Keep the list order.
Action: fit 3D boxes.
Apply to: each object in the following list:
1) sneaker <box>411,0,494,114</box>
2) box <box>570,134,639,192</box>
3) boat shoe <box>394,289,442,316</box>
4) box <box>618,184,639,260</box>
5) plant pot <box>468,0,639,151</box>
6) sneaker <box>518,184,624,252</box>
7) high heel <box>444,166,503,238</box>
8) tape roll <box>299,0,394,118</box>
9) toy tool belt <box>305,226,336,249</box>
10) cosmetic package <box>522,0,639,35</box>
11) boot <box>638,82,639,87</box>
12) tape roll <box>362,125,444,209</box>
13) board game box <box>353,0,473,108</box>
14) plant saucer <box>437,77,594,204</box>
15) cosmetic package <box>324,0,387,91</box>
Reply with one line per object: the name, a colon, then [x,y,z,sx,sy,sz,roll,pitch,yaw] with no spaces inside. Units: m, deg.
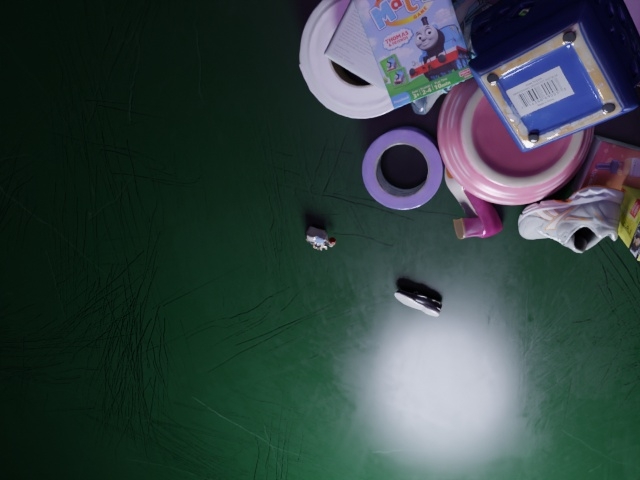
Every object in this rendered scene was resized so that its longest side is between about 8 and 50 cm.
sneaker: [0.285,-0.381,1.119,0.122,0.110,0.283,29,87,21]
box: [0.654,-0.138,1.165,0.170,0.091,0.130,18,112,9]
boat shoe: [0.255,0.155,1.408,0.125,0.038,0.046,23,155,13]
box: [0.618,-0.034,1.033,0.058,0.232,0.087,15,114,10]
plant pot: [0.402,-0.306,0.936,0.236,0.212,0.236,-20,121,42]
sneaker: [0.522,-0.026,1.163,0.099,0.262,0.121,16,72,-17]
high heel: [0.368,-0.127,1.277,0.117,0.082,0.244,-10,90,-18]
tape roll: [0.098,-0.423,1.224,0.286,0.100,0.286,5,110,14]
toy tool belt: [0.000,0.000,1.429,0.083,0.052,0.051,23,144,11]
cosmetic package: [0.573,-0.452,1.027,0.365,0.197,0.155,25,114,8]
boot: [0.719,-0.302,1.096,0.157,0.084,0.059,26,112,4]
tape roll: [0.198,-0.174,1.290,0.188,0.080,0.189,5,108,14]
board game box: [0.171,-0.370,0.983,0.160,0.039,0.212,-19,104,18]
plant saucer: [0.422,-0.240,1.160,0.332,0.084,0.332,1,98,6]
cosmetic package: [0.125,-0.418,1.080,0.151,0.151,0.184,31,114,1]
